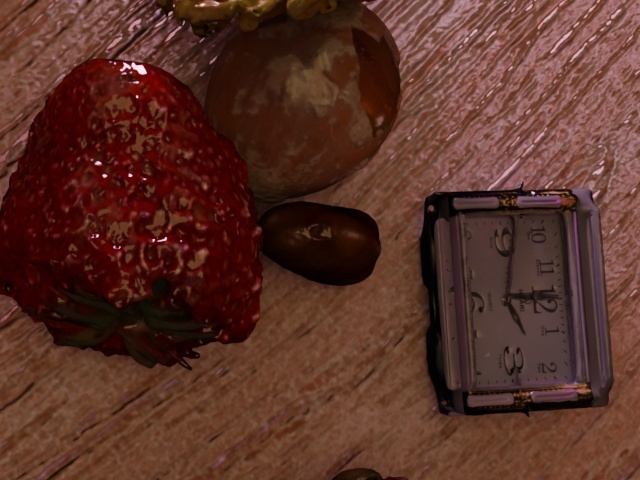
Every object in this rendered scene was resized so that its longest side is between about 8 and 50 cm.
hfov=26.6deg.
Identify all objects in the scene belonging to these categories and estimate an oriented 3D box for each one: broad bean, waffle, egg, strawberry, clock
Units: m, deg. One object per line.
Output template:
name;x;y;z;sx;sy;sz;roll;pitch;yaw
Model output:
broad bean;0.000;0.000;1.386;0.114;0.165;0.084;-8;79;20
waffle;-0.032;-0.287;1.353;0.302;0.325;0.068;-11;118;-1
egg;-0.019;-0.145;1.375;0.195;0.195;0.233;39;73;-7
strawberry;-0.177;-0.015;1.298;0.261;0.261;0.257;11;65;-13
clock;0.209;0.063;1.461;0.186;0.083;0.253;-1;84;-15

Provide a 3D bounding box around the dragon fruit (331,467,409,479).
dragon fruit;0.030;0.331;1.323;0.147;0.282;0.211;-19;75;21
